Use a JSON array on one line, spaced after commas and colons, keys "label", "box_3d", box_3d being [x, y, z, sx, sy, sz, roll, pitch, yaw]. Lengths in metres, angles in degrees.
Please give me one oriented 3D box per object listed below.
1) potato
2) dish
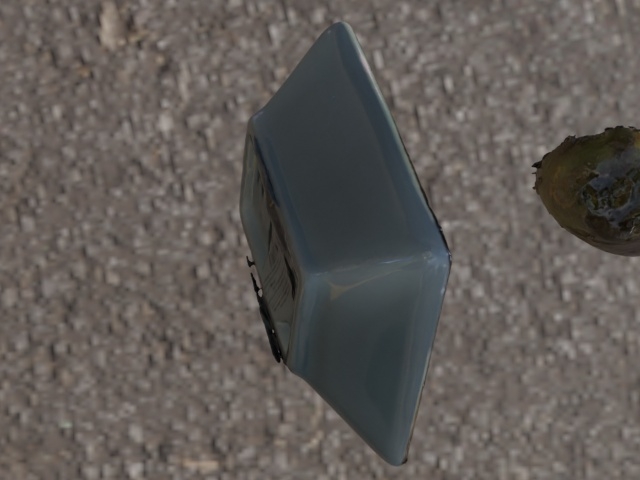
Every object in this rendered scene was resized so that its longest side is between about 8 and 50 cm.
[{"label": "potato", "box_3d": [0.280, -0.030, 1.505, 0.172, 0.100, 0.089, 19, 50, -24]}, {"label": "dish", "box_3d": [0.000, 0.000, 1.077, 0.080, 0.243, 0.182, -4, 131, -15]}]
